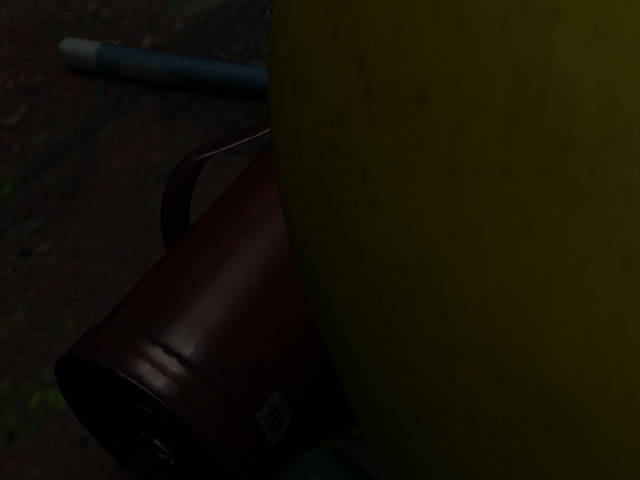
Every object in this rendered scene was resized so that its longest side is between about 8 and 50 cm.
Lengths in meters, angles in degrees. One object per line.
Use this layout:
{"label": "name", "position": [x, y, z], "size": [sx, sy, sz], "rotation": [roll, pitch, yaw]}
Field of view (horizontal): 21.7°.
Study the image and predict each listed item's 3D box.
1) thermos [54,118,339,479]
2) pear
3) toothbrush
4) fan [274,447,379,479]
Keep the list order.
{"label": "thermos", "position": [0.002, 0.003, 0.706], "size": [0.124, 0.099, 0.232], "rotation": [20, 56, 38]}
{"label": "pear", "position": [0.158, -0.027, 0.487], "size": [0.362, 0.362, 0.418], "rotation": [-17, 29, 1]}
{"label": "toothbrush", "position": [-0.023, -0.079, 0.855], "size": [0.276, 0.019, 0.025], "rotation": [10, 58, 26]}
{"label": "fan", "position": [0.039, 0.125, 0.614], "size": [0.082, 0.039, 0.155], "rotation": [-38, 45, -19]}
